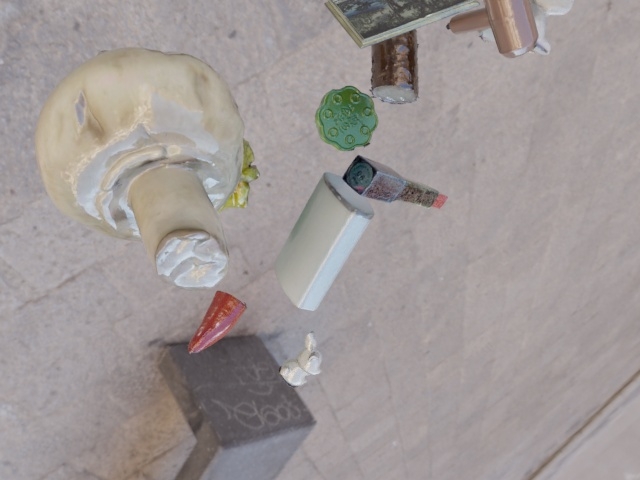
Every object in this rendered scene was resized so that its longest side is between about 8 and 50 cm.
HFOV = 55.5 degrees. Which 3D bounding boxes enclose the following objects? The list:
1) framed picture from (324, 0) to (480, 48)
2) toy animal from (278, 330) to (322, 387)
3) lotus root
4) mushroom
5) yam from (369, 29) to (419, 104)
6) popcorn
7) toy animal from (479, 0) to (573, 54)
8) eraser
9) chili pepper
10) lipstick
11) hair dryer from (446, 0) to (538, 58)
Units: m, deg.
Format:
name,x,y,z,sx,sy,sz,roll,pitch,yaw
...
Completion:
name,x,y,z,sx,sy,sz,roll,pitch,yaw
framed picture,0.112,-0.343,0.873,0.183,0.142,0.011,-22,140,-6
toy animal,-0.037,0.280,1.405,0.124,0.071,0.085,-37,134,20
lotus root,0.054,-0.342,1.753,0.186,0.186,0.186,-25,144,-20
mushroom,-0.228,-0.080,0.836,0.314,0.336,0.314,-16,143,-13
yam,0.185,-0.490,1.543,0.131,0.280,0.131,0,170,0
popcorn,-0.309,-0.208,1.832,0.270,0.224,0.258,-27,113,-38
toy animal,0.491,-0.602,1.460,0.174,0.249,0.289,25,77,-50
eraser,0.000,0.000,1.451,0.104,0.189,0.290,11,120,-36
chili pepper,-0.257,0.202,1.443,0.169,0.088,0.065,-53,158,-31
lipstick,0.144,-0.089,1.062,0.312,0.051,0.051,8,120,-57
hair dryer,0.263,-0.350,0.970,0.064,0.181,0.117,-31,111,-16
